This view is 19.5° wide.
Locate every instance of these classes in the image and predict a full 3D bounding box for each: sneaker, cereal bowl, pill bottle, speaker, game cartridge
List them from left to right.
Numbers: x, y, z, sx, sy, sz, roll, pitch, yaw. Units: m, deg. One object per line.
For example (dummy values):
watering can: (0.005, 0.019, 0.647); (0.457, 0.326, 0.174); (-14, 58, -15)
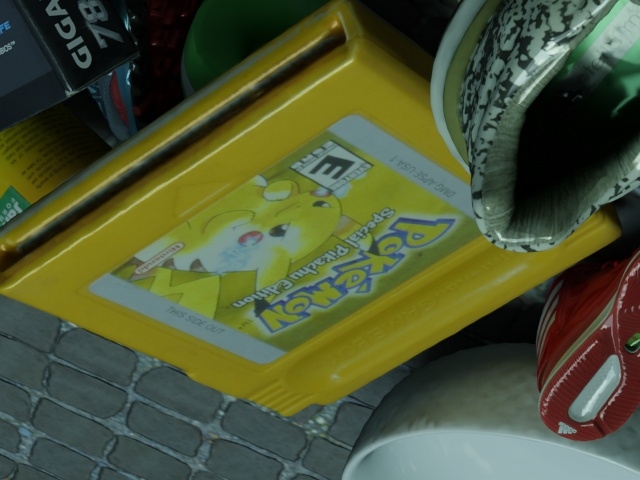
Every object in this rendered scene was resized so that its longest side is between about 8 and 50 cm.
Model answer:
pill bottle: (-0.200, -0.035, 1.324); (0.208, 0.117, 0.117); (43, 151, 19)
sneaker: (-0.149, -0.173, 1.204); (0.125, 0.104, 0.262); (16, 139, 29)
speaker: (-0.033, -0.044, 1.263); (0.131, 0.131, 0.296); (18, 147, 9)
game cartridge: (0.000, 0.000, 1.179); (0.285, 0.052, 0.324); (-32, 143, 23)
cereal bowl: (0.194, 0.186, 1.434); (0.339, 0.141, 0.339); (16, 146, 11)
sneaker: (0.213, 0.019, 1.244); (0.087, 0.128, 0.221); (36, 109, -22)
sneaker: (0.185, -0.143, 0.809); (0.158, 0.182, 0.410); (28, 119, -6)

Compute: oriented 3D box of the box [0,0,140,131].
box: (-0.286, -0.190, 1.164); (0.295, 0.073, 0.293); (-17, 107, 47)

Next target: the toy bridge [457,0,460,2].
toy bridge: (0.108, -0.158, 1.110); (0.063, 0.026, 0.188); (8, 144, 27)
